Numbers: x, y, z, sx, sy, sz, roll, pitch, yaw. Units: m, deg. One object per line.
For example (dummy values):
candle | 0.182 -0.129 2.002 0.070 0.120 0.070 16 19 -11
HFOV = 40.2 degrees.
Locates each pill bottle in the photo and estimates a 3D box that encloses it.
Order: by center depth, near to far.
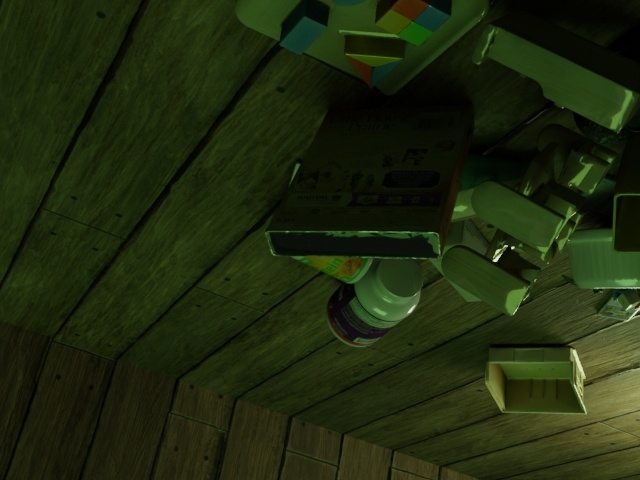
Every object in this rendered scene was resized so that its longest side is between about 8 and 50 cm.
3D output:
pill bottle | 0.000 0.000 2.140 0.245 0.136 0.136 26 148 -24
pill bottle | 0.146 0.152 2.313 0.181 0.182 0.323 18 149 -13

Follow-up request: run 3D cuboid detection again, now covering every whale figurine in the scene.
whale figurine | 0.342 -0.130 1.826 0.271 0.141 0.216 -17 175 7

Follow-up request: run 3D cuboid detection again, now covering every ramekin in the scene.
ramekin | 0.666 0.040 1.887 0.272 0.127 0.273 -1 177 0

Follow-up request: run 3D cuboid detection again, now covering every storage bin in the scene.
storage bin | 0.662 0.426 2.676 0.262 0.123 0.260 -3 148 24

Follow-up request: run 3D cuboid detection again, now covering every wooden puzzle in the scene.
wooden puzzle | 0.061 -0.388 1.499 0.347 0.081 0.322 24 148 -22

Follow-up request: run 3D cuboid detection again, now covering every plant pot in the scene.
plant pot | 0.670 -0.107 1.674 0.212 0.187 0.212 1 150 17

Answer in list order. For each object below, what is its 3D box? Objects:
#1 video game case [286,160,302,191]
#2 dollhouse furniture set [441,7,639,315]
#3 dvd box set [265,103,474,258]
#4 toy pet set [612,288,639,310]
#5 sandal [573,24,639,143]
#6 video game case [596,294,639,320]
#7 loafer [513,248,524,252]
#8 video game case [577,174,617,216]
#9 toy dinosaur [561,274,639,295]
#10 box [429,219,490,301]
video game case | -0.001 -0.071 2.017 0.173 0.022 0.190 16 110 -8
dollhouse furniture set | 0.342 -0.147 1.477 0.256 0.362 0.394 31 124 17
dvd box set | 0.106 -0.119 1.617 0.307 0.420 0.062 0 128 18
toy pet set | 0.793 0.127 2.196 0.114 0.065 0.122 -22 157 -13
sandal | 0.568 -0.281 1.484 0.167 0.107 0.446 16 151 -8
video game case | 0.793 0.177 2.308 0.087 0.011 0.122 10 151 0
loafer | 0.429 -0.029 1.848 0.111 0.112 0.319 -2 -178 29
video game case | 0.647 -0.089 1.889 0.166 0.015 0.119 17 150 -10
toy dinosaur | 0.735 0.067 2.064 0.313 0.121 0.160 12 139 8
box | 0.357 0.046 2.144 0.113 0.094 0.275 -8 146 31
